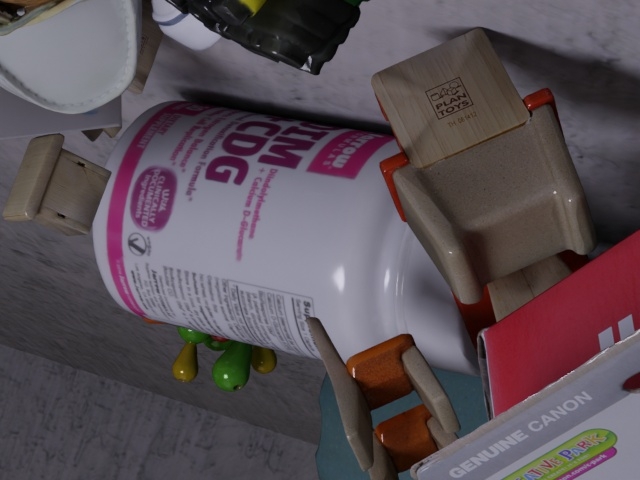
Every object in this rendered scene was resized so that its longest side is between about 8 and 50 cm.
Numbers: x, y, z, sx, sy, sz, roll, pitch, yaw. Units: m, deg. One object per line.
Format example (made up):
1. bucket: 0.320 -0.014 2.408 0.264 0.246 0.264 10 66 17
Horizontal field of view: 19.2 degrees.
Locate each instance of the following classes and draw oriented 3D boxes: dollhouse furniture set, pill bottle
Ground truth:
1. dollhouse furniture set: 0.115 0.015 1.099 0.262 0.135 0.259 -24 141 0
2. dollhouse furniture set: -0.205 -0.087 1.223 0.101 0.161 0.182 26 164 -28
3. pill bottle: 0.000 0.000 1.296 0.283 0.160 0.160 11 165 29

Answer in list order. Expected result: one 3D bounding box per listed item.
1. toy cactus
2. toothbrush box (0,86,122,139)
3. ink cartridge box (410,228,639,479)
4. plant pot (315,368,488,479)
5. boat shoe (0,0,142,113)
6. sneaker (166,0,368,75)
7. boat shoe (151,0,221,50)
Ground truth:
1. toy cactus: -0.050 0.017 1.503 0.112 0.219 0.180 36 123 -8
2. toothbrush box: -0.288 -0.129 1.071 0.296 0.126 0.216 8 -168 35
3. ink cartridge box: 0.235 0.047 0.921 0.272 0.130 0.309 28 132 -32
4. plant pot: 0.188 0.167 1.416 0.341 0.341 0.334 29 171 -36
5. boat shoe: -0.150 -0.143 0.861 0.103 0.113 0.302 60 179 35
6. sneaker: -0.100 -0.213 0.668 0.343 0.146 0.134 37 178 -12
7. boat shoe: -0.049 -0.168 0.861 0.084 0.095 0.258 26 156 -10
